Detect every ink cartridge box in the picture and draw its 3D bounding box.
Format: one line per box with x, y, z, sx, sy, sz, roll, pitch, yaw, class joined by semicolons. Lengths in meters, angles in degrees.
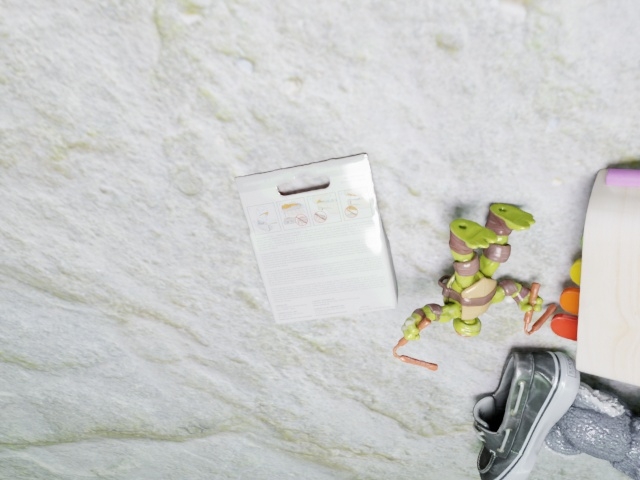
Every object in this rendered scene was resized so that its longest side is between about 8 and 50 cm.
0.000;0.000;0.696;0.180;0.056;0.225;-9;111;12;ink cartridge box

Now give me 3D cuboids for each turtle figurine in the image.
0.220;0.058;0.692;0.269;0.087;0.218;-10;128;-14;turtle figurine

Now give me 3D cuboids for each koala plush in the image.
0.493;0.313;0.836;0.221;0.203;0.196;18;130;5;koala plush

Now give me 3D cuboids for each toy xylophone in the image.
0.415;0.075;0.617;0.236;0.081;0.323;17;131;30;toy xylophone

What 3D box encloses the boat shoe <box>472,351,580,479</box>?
0.325;0.310;0.896;0.119;0.121;0.336;14;121;4;boat shoe
